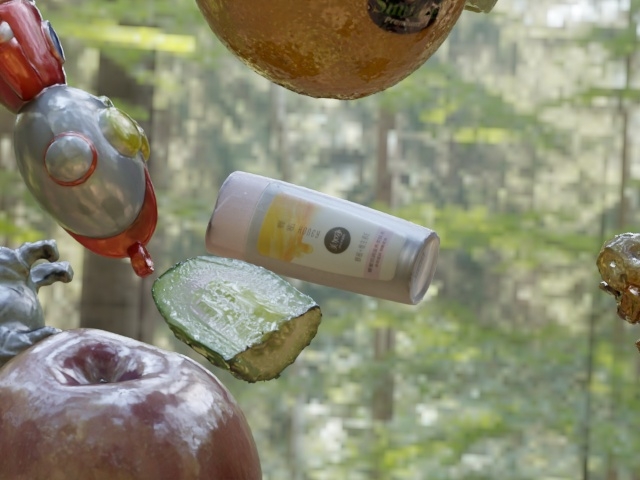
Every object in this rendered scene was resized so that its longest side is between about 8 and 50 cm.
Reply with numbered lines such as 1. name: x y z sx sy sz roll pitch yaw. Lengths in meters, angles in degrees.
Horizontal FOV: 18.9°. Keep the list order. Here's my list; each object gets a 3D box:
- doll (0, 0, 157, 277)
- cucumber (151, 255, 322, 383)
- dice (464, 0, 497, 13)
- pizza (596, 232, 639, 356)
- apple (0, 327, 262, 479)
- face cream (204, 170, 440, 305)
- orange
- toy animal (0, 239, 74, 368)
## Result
1. doll: -0.165 -0.083 1.151 0.076 0.245 0.142 -35 -6 2
2. cucumber: -0.052 0.044 1.099 0.067 0.035 0.107 -35 38 -20
3. dice: 0.097 -0.368 1.954 0.233 0.227 0.238 23 6 11
4. pizza: 0.321 0.102 1.412 0.085 0.305 0.161 -44 10 38
5. apple: -0.197 0.221 1.845 0.305 0.235 0.306 4 20 -1
6. face cream: 0.000 0.000 2.208 0.269 0.107 0.073 16 -14 25
7. orange: 0.009 -0.259 1.664 0.274 0.274 0.274 3 -1 0
8. toy animal: -0.374 0.151 2.256 0.168 0.343 0.106 -2 -35 14
